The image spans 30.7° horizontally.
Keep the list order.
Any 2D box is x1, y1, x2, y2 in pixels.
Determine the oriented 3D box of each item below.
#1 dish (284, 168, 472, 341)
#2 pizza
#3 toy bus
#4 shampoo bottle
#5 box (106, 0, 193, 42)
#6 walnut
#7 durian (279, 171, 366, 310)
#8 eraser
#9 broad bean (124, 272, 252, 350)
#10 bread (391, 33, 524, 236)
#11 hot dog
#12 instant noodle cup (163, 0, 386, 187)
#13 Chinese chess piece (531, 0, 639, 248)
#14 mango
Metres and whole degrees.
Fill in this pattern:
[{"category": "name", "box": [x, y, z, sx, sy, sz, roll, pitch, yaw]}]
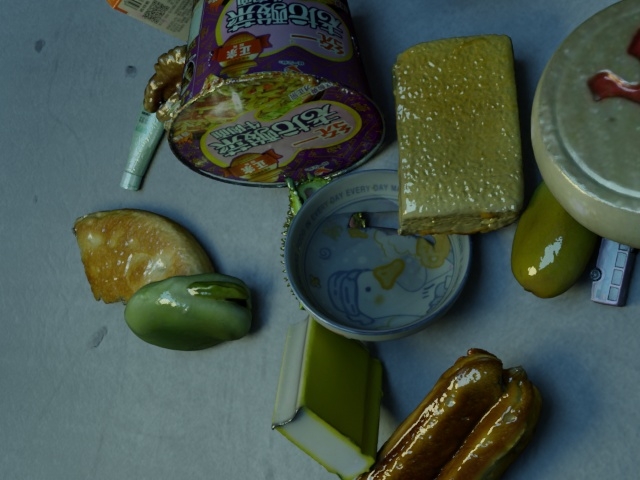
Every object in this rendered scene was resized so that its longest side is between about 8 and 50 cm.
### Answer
[{"category": "dish", "box": [0.088, 0.041, 1.737, 0.273, 0.134, 0.273, -2, 62, 4]}, {"category": "pizza", "box": [-0.319, 0.038, 2.064, 0.365, 0.074, 0.182, 15, 87, 36]}, {"category": "toy bus", "box": [0.399, 0.024, 1.572, 0.052, 0.037, 0.131, 12, 89, 35]}, {"category": "shampoo bottle", "box": [-0.321, -0.184, 2.131, 0.069, 0.041, 0.191, 22, 94, 32]}, {"category": "box", "box": [-0.188, -0.462, 1.955, 0.273, 0.265, 0.048, -51, 55, 15]}, {"category": "walnut", "box": [-0.233, -0.269, 2.050, 0.143, 0.069, 0.170, 47, 120, -6]}, {"category": "durian", "box": [0.000, 0.001, 1.830, 0.095, 0.137, 0.221, 161, 106, -66]}, {"category": "eraser", "box": [0.017, 0.219, 1.675, 0.069, 0.158, 0.226, -40, 23, 29]}, {"category": "broad bean", "box": [-0.217, 0.120, 1.919, 0.228, 0.169, 0.100, -27, 42, 27]}, {"category": "bread", "box": [0.195, -0.149, 1.673, 0.185, 0.114, 0.275, -4, 72, 6]}, {"category": "hot dog", "box": [0.174, 0.300, 1.628, 0.158, 0.117, 0.349, 36, 111, 7]}, {"category": "instant noodle cup", "box": [-0.074, -0.273, 1.813, 0.340, 0.340, 0.266, -20, 61, 31]}, {"category": "Chinese chess piece", "box": [0.437, -0.149, 1.468, 0.338, 0.140, 0.338, -7, 67, 18]}, {"category": "mango", "box": [0.324, -0.016, 1.590, 0.195, 0.092, 0.130, -69, 22, 1]}]
